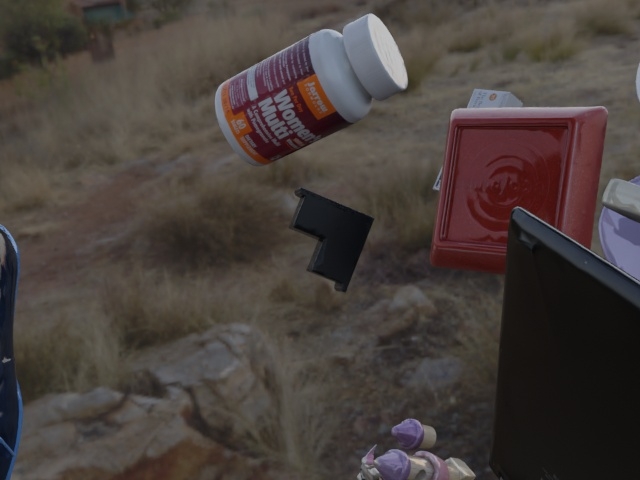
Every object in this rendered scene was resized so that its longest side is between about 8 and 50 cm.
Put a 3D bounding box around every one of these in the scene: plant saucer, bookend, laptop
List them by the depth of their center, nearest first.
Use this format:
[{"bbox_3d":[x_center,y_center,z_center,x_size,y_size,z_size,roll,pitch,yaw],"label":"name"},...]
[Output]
[{"bbox_3d":[0.315,0.212,0.663,0.236,0.407,0.382,-5,20,-13],"label":"laptop"},{"bbox_3d":[0.281,-0.078,1.304,0.258,0.259,0.048,6,-4,38],"label":"plant saucer"},{"bbox_3d":[0.000,0.000,1.687,0.156,0.157,0.072,22,-5,-10],"label":"bookend"}]

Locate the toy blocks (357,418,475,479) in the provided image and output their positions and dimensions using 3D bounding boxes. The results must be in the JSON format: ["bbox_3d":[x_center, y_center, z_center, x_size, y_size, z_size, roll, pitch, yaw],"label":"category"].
[{"bbox_3d":[0.088,0.442,1.407,0.260,0.288,0.309,20,17,-41],"label":"toy blocks"}]

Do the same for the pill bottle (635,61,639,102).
[{"bbox_3d":[0.714,-0.254,1.463,0.334,0.187,0.188,9,7,-15],"label":"pill bottle"}]

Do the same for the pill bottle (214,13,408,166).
[{"bbox_3d":[-0.012,-0.187,1.085,0.221,0.121,0.121,-23,5,24],"label":"pill bottle"}]

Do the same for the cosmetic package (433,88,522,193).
[{"bbox_3d":[0.330,-0.198,1.835,0.099,0.239,0.060,17,-8,45],"label":"cosmetic package"}]

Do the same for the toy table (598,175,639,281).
[{"bbox_3d":[0.408,0.006,0.844,0.274,0.252,0.161,9,-4,20],"label":"toy table"}]

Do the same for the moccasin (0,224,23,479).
[{"bbox_3d":[-0.424,0.137,0.992,0.138,0.342,0.117,-10,-16,8],"label":"moccasin"}]
